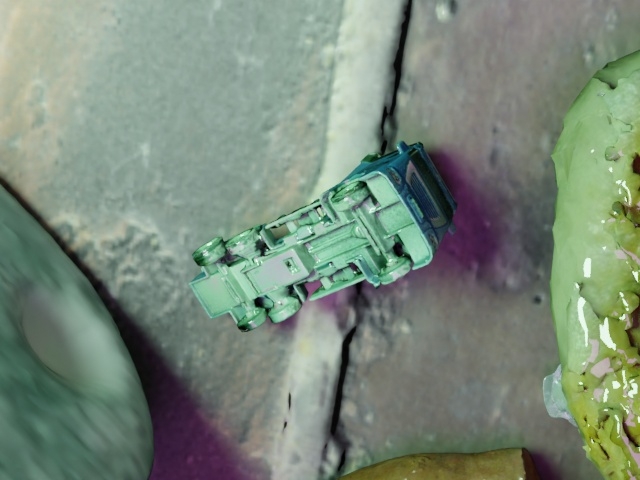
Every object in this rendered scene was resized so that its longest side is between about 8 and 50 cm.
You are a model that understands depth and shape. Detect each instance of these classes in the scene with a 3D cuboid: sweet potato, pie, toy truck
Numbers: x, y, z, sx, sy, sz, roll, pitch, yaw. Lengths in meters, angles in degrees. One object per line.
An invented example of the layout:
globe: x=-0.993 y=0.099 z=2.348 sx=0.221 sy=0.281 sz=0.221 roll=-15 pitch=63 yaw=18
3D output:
sweet potato: x=0.006 y=0.192 z=0.883 sx=0.281 sy=0.059 sz=0.067 roll=-20 pitch=95 yaw=14
pie: x=0.270 y=0.052 z=0.723 sx=0.371 sy=0.078 sz=0.296 roll=36 pitch=75 yaw=-8
toy truck: x=0.000 y=0.000 z=0.822 sx=0.175 sy=0.081 sz=0.067 roll=-24 pitch=103 yaw=35

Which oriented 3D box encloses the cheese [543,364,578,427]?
cheese: x=0.199 y=0.088 z=0.833 sx=0.121 sy=0.026 sz=0.067 roll=-10 pitch=107 yaw=12

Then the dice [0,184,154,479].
dice: x=-0.326 y=0.125 z=0.771 sx=0.328 sy=0.330 sz=0.348 roll=-40 pitch=97 yaw=18
